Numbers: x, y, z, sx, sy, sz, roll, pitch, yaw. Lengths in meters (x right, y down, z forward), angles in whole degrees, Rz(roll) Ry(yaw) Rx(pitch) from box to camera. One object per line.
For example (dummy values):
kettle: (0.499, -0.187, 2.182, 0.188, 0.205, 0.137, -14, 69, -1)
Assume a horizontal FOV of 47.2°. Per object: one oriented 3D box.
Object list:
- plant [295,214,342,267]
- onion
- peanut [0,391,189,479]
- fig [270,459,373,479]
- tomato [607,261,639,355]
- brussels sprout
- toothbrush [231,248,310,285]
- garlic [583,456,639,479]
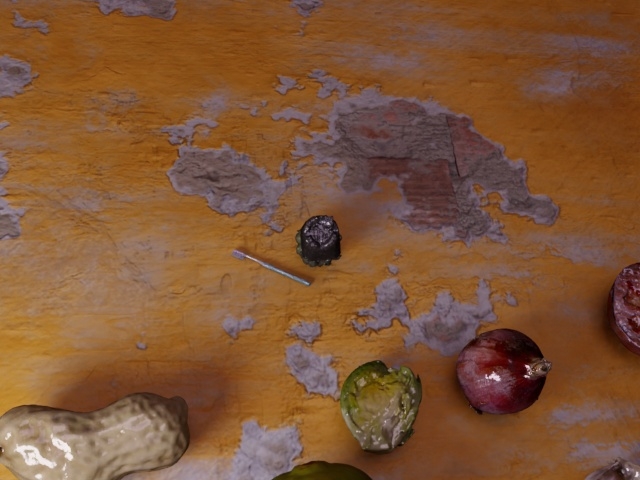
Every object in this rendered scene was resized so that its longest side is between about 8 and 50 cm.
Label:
plant: (0.000, 0.000, 1.415, 0.095, 0.143, 0.092, -12, 77, -9)
onion: (0.332, 0.225, 1.282, 0.160, 0.195, 0.159, 6, 73, -19)
peanut: (-0.349, 0.321, 1.133, 0.291, 0.143, 0.159, -3, 90, -18)
fig: (0.006, 0.440, 1.071, 0.207, 0.207, 0.230, -4, 56, -13)
tomato: (0.666, 0.155, 1.455, 0.225, 0.085, 0.225, 4, 59, -7)
brussels sprout: (0.102, 0.286, 1.261, 0.139, 0.100, 0.181, 7, 56, 7)
toothbrush: (-0.097, 0.055, 1.432, 0.167, 0.011, 0.014, 23, 60, 6)
garlic: (0.510, 0.468, 1.138, 0.237, 0.210, 0.292, 34, 44, 0)
